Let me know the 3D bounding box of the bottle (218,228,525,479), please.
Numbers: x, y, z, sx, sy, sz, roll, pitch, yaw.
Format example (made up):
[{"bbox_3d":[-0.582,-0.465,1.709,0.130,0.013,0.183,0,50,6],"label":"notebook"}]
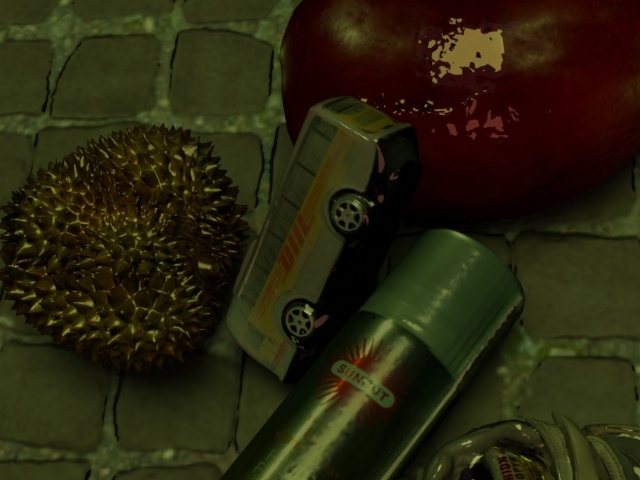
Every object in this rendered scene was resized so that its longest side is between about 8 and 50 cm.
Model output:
[{"bbox_3d":[0.010,0.118,0.896,0.082,0.082,0.286,31,69,24],"label":"bottle"}]

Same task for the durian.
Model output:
[{"bbox_3d":[-0.120,0.002,0.962,0.168,0.137,0.158,15,43,32],"label":"durian"}]

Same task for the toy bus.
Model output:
[{"bbox_3d":[0.000,0.000,0.921,0.072,0.172,0.057,33,28,19],"label":"toy bus"}]

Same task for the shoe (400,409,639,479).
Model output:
[{"bbox_3d":[0.120,0.135,0.862,0.180,0.092,0.089,-14,58,1],"label":"shoe"}]

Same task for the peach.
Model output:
[{"bbox_3d":[0.103,-0.092,0.969,0.267,0.159,0.154,7,68,11],"label":"peach"}]
